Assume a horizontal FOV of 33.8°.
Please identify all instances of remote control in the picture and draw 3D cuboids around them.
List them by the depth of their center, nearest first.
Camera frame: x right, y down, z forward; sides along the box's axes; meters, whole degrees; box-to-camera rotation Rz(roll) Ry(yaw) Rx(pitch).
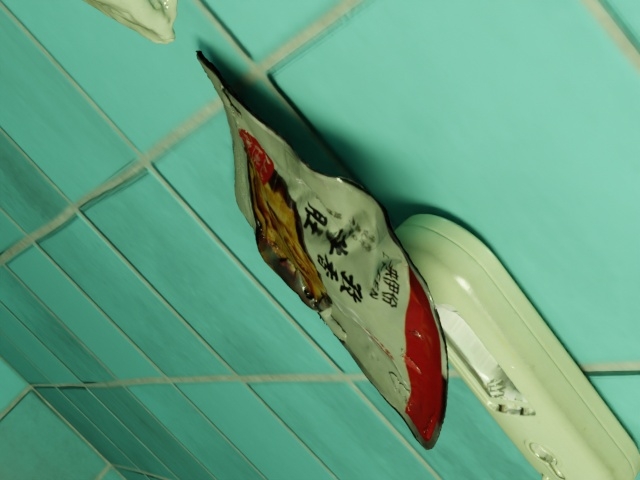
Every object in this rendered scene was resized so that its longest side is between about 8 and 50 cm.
[{"bbox_3d":[0.112,0.075,0.624,0.221,0.042,0.078,52,154,-18],"label":"remote control"}]

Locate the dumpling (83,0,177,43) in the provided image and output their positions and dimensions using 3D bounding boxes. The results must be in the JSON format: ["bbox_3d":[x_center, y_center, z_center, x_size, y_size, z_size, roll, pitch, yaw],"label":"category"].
[{"bbox_3d":[-0.140,-0.176,0.513,0.176,0.092,0.150,23,178,-40],"label":"dumpling"}]

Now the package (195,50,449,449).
[{"bbox_3d":[0.000,0.000,0.621,0.239,0.030,0.154,47,159,34],"label":"package"}]
